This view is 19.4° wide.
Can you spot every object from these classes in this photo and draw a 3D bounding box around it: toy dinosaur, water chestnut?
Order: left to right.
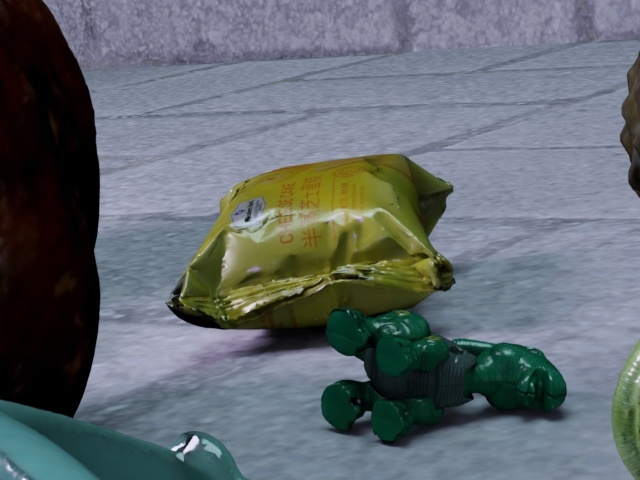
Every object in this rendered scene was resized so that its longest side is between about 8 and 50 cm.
[{"bbox_3d":[-0.233,-0.008,0.864,0.289,0.289,0.244,3,-11,43],"label":"water chestnut"},{"bbox_3d":[0.052,0.061,0.907,0.096,0.059,0.132,-3,15,-36],"label":"toy dinosaur"}]

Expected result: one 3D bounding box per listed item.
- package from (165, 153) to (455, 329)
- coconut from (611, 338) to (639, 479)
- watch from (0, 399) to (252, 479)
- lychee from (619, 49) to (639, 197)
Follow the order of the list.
[{"bbox_3d":[0.000,0.000,1.148,0.168,0.090,0.226,-8,12,5],"label":"package"},{"bbox_3d":[0.155,0.065,0.718,0.088,0.088,0.096,-5,5,8],"label":"coconut"},{"bbox_3d":[-0.020,0.095,0.480,0.195,0.068,0.237,20,-3,-31],"label":"watch"},{"bbox_3d":[0.273,-0.062,0.873,0.255,0.274,0.255,15,12,-3],"label":"lychee"}]
